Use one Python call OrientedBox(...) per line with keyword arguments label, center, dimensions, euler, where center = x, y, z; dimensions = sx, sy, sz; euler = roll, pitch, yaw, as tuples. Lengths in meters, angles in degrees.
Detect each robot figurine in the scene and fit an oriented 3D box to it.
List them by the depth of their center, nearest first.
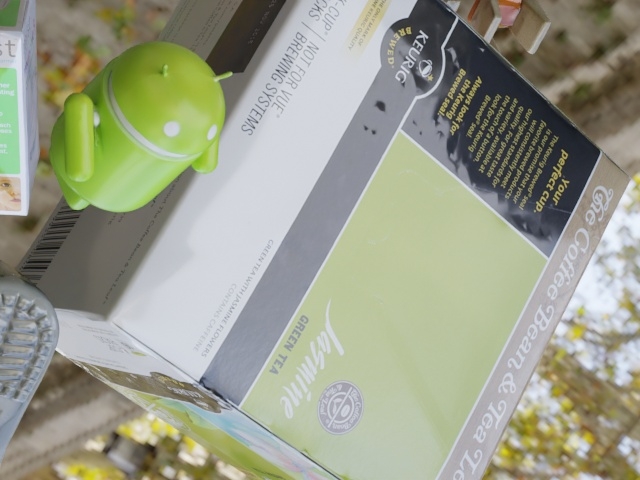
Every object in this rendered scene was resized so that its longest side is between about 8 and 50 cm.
OrientedBox(label="robot figurine", center=(-0.096, -0.059, 0.789), dimensions=(0.115, 0.101, 0.067), euler=(-37, -113, 39))

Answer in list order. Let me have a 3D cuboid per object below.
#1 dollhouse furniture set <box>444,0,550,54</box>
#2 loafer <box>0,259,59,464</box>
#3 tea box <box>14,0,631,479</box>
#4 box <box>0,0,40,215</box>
OrientedBox(label="dollhouse furniture set", center=(0.047, -0.186, 1.480), dimensions=(0.259, 0.262, 0.135), euler=(115, -33, -41))
OrientedBox(label="loafer", center=(-0.242, 0.115, 0.951), dimensions=(0.251, 0.094, 0.087), euler=(-54, -151, 16))
OrientedBox(label="tea box", center=(0.000, 0.000, 1.121), dimensions=(0.220, 0.323, 0.329), euler=(1, -123, 58))
OrientedBox(label="box", center=(-0.421, -0.157, 1.526), dimensions=(0.127, 0.261, 0.231), euler=(-94, -170, -49))
